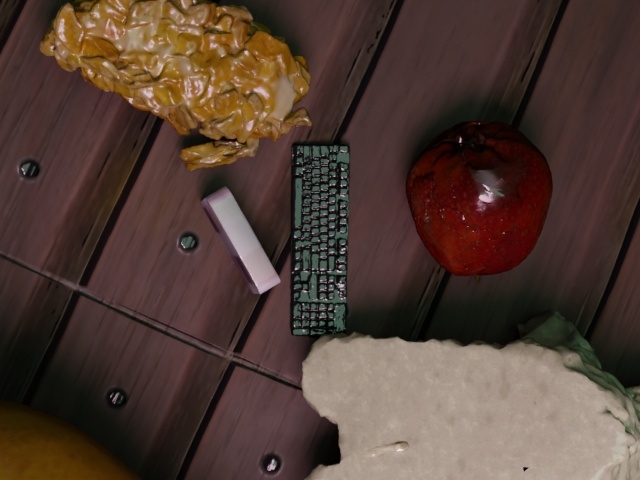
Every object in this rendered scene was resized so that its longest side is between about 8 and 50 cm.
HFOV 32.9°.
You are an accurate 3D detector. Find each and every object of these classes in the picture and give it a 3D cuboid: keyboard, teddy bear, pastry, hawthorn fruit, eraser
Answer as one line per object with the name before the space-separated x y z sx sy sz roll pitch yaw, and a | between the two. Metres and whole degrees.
keyboard | 0.000 0.000 1.083 0.060 0.018 0.196 0 89 -9
teddy bear | 0.217 0.231 1.069 0.375 0.362 0.328 -8 66 24
pastry | -0.127 -0.160 1.015 0.250 0.102 0.154 30 85 -10
hawthorn fruit | 0.157 -0.031 1.064 0.148 0.148 0.172 -19 120 -11
eraser | -0.078 0.001 1.042 0.026 0.065 0.105 -30 94 -9

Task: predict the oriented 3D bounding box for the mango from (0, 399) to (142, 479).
mango | -0.213 0.313 0.822 0.445 0.232 0.300 39 80 -8
